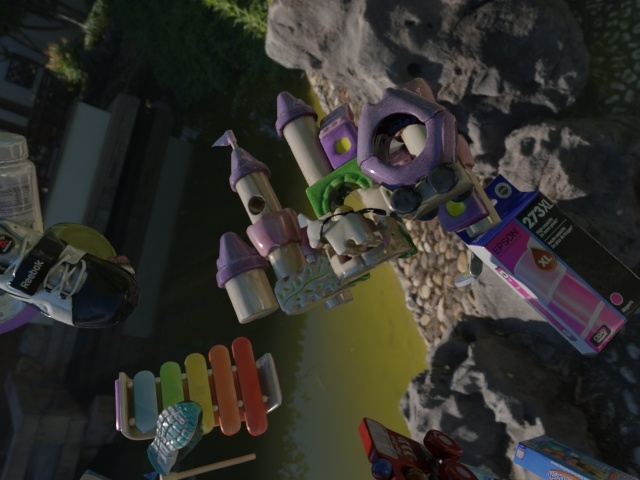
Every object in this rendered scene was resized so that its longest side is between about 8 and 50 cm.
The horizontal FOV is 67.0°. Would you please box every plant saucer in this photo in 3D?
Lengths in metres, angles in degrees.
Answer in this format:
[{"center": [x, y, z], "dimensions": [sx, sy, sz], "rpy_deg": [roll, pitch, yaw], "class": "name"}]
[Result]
[{"center": [-0.650, 0.049, 1.334], "dimensions": [0.037, 0.241, 0.240], "rpy_deg": [-29, 50, 22], "class": "plant saucer"}]

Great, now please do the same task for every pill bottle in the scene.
[{"center": [-0.853, -0.137, 1.305], "dimensions": [0.160, 0.161, 0.282], "rpy_deg": [-134, 45, -53], "class": "pill bottle"}]

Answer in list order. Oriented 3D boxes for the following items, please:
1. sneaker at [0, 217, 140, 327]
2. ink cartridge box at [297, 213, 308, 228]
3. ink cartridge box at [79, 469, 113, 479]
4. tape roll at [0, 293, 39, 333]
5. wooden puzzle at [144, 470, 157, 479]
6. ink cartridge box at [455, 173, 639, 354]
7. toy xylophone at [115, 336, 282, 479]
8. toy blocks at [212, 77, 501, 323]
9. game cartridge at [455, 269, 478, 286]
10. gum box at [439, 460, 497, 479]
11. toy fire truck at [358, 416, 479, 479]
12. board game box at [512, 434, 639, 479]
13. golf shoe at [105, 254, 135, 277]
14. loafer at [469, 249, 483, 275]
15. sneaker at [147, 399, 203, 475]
[{"center": [-0.450, 0.043, 0.754], "dimensions": [0.146, 0.331, 0.122], "rpy_deg": [83, -153, -72], "class": "sneaker"}, {"center": [0.000, 0.000, 1.712], "dimensions": [0.082, 0.191, 0.140], "rpy_deg": [-52, 44, 4], "class": "ink cartridge box"}, {"center": [-0.557, 0.723, 1.188], "dimensions": [0.197, 0.198, 0.270], "rpy_deg": [-63, 9, -21], "class": "ink cartridge box"}, {"center": [-0.833, 0.127, 1.188], "dimensions": [0.274, 0.275, 0.090], "rpy_deg": [-51, 56, 29], "class": "tape roll"}, {"center": [-0.343, 0.514, 0.941], "dimensions": [0.014, 0.079, 0.116], "rpy_deg": [60, -158, -78], "class": "wooden puzzle"}, {"center": [0.452, 0.034, 0.973], "dimensions": [0.176, 0.069, 0.371], "rpy_deg": [-43, 76, -10], "class": "ink cartridge box"}, {"center": [-0.230, 0.334, 0.957], "dimensions": [0.236, 0.323, 0.081], "rpy_deg": [65, 148, 26], "class": "toy xylophone"}, {"center": [0.012, -0.083, 0.548], "dimensions": [0.289, 0.309, 0.259], "rpy_deg": [-30, 74, 22], "class": "toy blocks"}, {"center": [0.410, 0.102, 1.344], "dimensions": [0.056, 0.017, 0.083], "rpy_deg": [-50, 5, -29], "class": "game cartridge"}, {"center": [0.409, 0.742, 1.433], "dimensions": [0.041, 0.185, 0.156], "rpy_deg": [-143, 73, -80], "class": "gum box"}, {"center": [0.225, 0.573, 1.193], "dimensions": [0.169, 0.254, 0.302], "rpy_deg": [-63, 9, 8], "class": "toy fire truck"}, {"center": [0.532, 0.478, 0.995], "dimensions": [0.210, 0.160, 0.047], "rpy_deg": [15, 90, 45], "class": "board game box"}, {"center": [-0.498, 0.089, 1.073], "dimensions": [0.067, 0.186, 0.085], "rpy_deg": [-42, 72, 38], "class": "golf shoe"}, {"center": [0.418, 0.035, 1.286], "dimensions": [0.039, 0.045, 0.125], "rpy_deg": [62, -136, -77], "class": "loafer"}, {"center": [-0.214, 0.295, 0.758], "dimensions": [0.065, 0.076, 0.166], "rpy_deg": [45, 124, 16], "class": "sneaker"}]
